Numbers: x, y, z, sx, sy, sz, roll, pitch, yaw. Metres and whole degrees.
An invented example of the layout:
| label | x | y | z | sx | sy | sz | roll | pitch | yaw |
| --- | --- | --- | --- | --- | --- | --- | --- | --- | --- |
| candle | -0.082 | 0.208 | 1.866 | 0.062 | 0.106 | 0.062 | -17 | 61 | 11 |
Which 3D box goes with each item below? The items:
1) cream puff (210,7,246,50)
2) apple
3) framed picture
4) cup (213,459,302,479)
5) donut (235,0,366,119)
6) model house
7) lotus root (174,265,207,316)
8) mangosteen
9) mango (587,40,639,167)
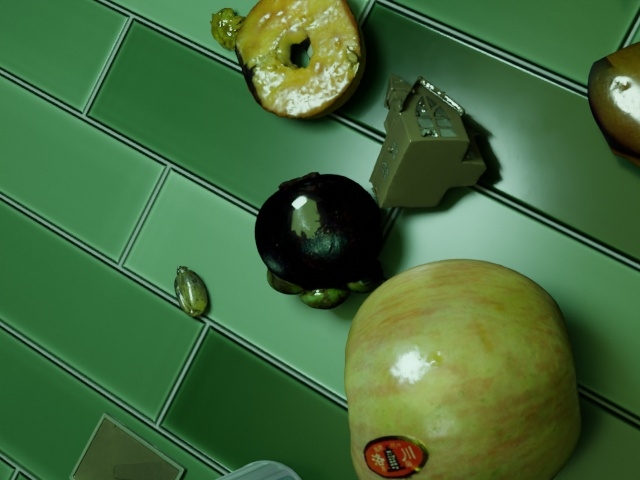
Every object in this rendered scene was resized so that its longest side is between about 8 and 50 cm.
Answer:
| label | x | y | z | sx | sy | sz | roll | pitch | yaw |
| --- | --- | --- | --- | --- | --- | --- | --- | --- | --- |
| cream puff | -0.170 | -0.393 | 2.004 | 0.083 | 0.058 | 0.083 | -21 | 79 | 19 |
| apple | 0.212 | 0.224 | 1.639 | 0.347 | 0.391 | 0.391 | -5 | 82 | 6 |
| framed picture | -0.363 | 0.437 | 2.014 | 0.203 | 0.015 | 0.150 | 29 | 95 | 21 |
| cup | -0.104 | 0.476 | 1.815 | 0.221 | 0.202 | 0.167 | 15 | 92 | 22 |
| donut | -0.031 | -0.335 | 1.917 | 0.253 | 0.118 | 0.253 | -1 | 87 | 20 |
| model house | 0.170 | -0.200 | 1.831 | 0.176 | 0.181 | 0.248 | 0 | 51 | -18 |
| lotus root | -0.241 | 0.092 | 1.985 | 0.054 | 0.049 | 0.099 | -26 | 77 | 25 |
| mangosteen | 0.000 | 0.000 | 1.828 | 0.243 | 0.243 | 0.243 | -2 | 84 | 20 |
| mango | 0.549 | -0.192 | 1.671 | 0.287 | 0.153 | 0.201 | 43 | 110 | 21 |
